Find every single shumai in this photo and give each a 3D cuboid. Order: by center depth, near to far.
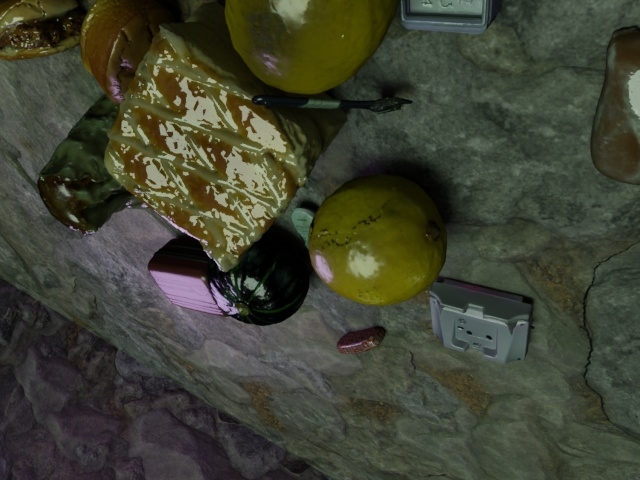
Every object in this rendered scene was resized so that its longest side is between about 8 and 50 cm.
[{"bbox_3d":[-0.581,-0.175,1.461,0.324,0.323,0.397,47,140,-14],"label":"shumai"}]

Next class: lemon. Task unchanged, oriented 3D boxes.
[{"bbox_3d":[-0.015,-0.373,0.842,0.285,0.285,0.316,31,-173,5],"label":"lemon"},{"bbox_3d":[0.118,-0.001,1.150,0.297,0.297,0.297,21,142,18],"label":"lemon"}]

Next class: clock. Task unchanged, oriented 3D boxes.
[{"bbox_3d":[0.192,-0.412,0.794,0.145,0.073,0.193,15,139,26],"label":"clock"},{"bbox_3d":[0.390,0.201,1.329,0.253,0.083,0.186,12,139,27],"label":"clock"}]

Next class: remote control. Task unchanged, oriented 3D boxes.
[{"bbox_3d":[-0.001,0.002,1.442,0.097,0.045,0.256,5,138,36],"label":"remote control"}]

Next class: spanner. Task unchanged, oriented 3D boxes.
[{"bbox_3d":[0.028,-0.244,0.954,0.087,0.316,0.024,9,103,57],"label":"spanner"}]

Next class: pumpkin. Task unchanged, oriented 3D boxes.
[{"bbox_3d":[-0.184,0.120,1.549,0.315,0.238,0.315,17,139,16],"label":"pumpkin"}]

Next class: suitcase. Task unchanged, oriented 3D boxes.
[{"bbox_3d":[-0.397,0.118,1.783,0.297,0.161,0.236,7,137,33],"label":"suitcase"}]

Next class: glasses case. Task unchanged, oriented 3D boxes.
[{"bbox_3d":[0.123,0.317,1.676,0.049,0.073,0.194,51,142,-12],"label":"glasses case"}]

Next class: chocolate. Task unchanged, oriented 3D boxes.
[{"bbox_3d":[0.495,-0.179,0.815,0.161,0.083,0.261,12,139,30],"label":"chocolate"}]

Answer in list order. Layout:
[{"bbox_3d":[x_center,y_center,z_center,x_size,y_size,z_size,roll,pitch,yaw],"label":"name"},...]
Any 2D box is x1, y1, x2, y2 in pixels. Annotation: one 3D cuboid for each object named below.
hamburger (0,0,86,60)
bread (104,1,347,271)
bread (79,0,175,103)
[{"bbox_3d":[-0.701,-0.515,1.305,0.282,0.245,0.155,-20,123,-3],"label":"hamburger"},{"bbox_3d":[-0.202,-0.206,1.101,0.390,0.279,0.371,41,122,-5],"label":"bread"},{"bbox_3d":[-0.408,-0.411,1.166,0.143,0.195,0.270,44,148,-1],"label":"bread"}]
